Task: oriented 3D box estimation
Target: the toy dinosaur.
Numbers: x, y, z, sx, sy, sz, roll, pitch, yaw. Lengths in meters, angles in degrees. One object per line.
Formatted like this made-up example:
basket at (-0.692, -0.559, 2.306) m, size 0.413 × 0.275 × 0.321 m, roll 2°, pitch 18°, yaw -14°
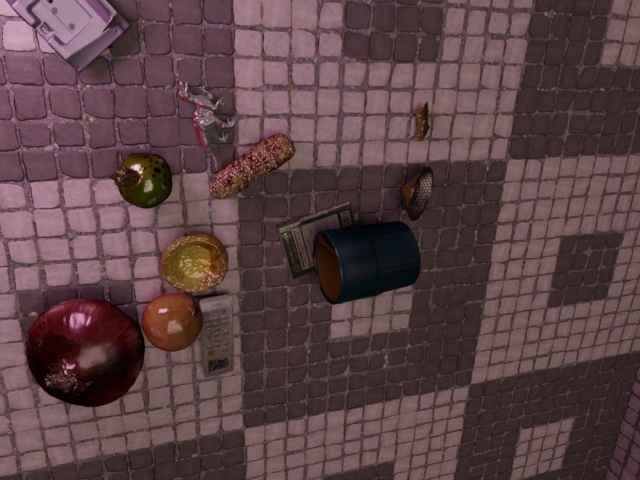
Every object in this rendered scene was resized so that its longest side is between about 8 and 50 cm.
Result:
toy dinosaur at (-0.333, -0.327, 1.505) m, size 0.167 × 0.053 × 0.242 m, roll 3°, pitch 110°, yaw -20°

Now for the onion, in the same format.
onion at (-0.696, 0.350, 1.515) m, size 0.347 × 0.285 × 0.348 m, roll 0°, pitch 110°, yaw -1°

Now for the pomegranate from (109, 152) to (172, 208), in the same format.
pomegranate at (-0.497, -0.171, 1.435) m, size 0.159 × 0.205 × 0.159 m, roll 1°, pitch 93°, yaw 12°

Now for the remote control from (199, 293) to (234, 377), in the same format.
remote control at (-0.354, 0.322, 1.763) m, size 0.109 × 0.055 × 0.313 m, roll -9°, pitch 118°, yaw -24°

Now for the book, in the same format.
book at (0.000, 0.000, 1.770) m, size 0.264 × 0.027 × 0.202 m, roll -20°, pitch 117°, yaw -12°

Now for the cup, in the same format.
cup at (0.153, 0.093, 1.715) m, size 0.292 × 0.242 × 0.308 m, roll -11°, pitch 112°, yaw -19°

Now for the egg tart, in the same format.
egg tart at (-0.392, 0.067, 1.622) m, size 0.212 × 0.090 × 0.213 m, roll -6°, pitch 110°, yaw -17°

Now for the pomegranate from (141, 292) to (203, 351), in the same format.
pomegranate at (-0.458, 0.253, 1.614) m, size 0.191 × 0.191 × 0.191 m, roll -7°, pitch 113°, yaw -17°

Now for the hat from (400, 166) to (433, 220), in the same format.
hat at (0.315, -0.169, 1.790) m, size 0.193 × 0.082 × 0.193 m, roll -42°, pitch 143°, yaw -42°

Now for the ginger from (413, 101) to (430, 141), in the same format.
ginger at (0.337, -0.397, 1.724) m, size 0.057 × 0.044 × 0.137 m, roll -48°, pitch 142°, yaw -48°

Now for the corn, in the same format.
corn at (-0.207, -0.221, 1.566) m, size 0.290 × 0.098 × 0.098 m, roll -36°, pitch 118°, yaw -2°

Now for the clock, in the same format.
clock at (-0.623, -0.569, 1.285) m, size 0.186 × 0.083 × 0.253 m, roll -42°, pitch 119°, yaw 1°
